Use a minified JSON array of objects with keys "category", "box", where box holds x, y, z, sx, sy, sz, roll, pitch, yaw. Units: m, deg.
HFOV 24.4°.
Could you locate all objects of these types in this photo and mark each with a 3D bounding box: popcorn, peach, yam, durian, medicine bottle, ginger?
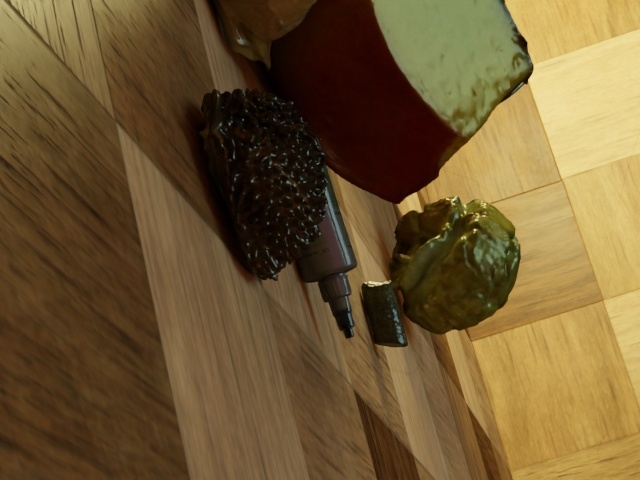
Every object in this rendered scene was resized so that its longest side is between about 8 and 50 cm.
[{"category":"popcorn","box":[0.208,0.036,2.256,0.184,0.204,0.221,42,39,-19]},{"category":"peach","box":[0.057,-0.209,1.636,0.306,0.242,0.380,6,-46,52]},{"category":"yam","box":[0.079,0.093,1.833,0.043,0.043,0.094,55,20,-64]},{"category":"durian","box":[-0.041,-0.060,1.179,0.188,0.091,0.148,60,14,-48]},{"category":"medicine bottle","box":[0.000,0.000,1.443,0.057,0.057,0.199,26,46,-79]},{"category":"ginger","box":[-0.065,-0.285,1.466,0.115,0.122,0.193,9,55,-59]}]

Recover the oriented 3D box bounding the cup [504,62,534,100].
[{"category":"cup","box":[0.137,-0.391,2.657,0.310,0.401,0.392,-44,115,-44]}]
